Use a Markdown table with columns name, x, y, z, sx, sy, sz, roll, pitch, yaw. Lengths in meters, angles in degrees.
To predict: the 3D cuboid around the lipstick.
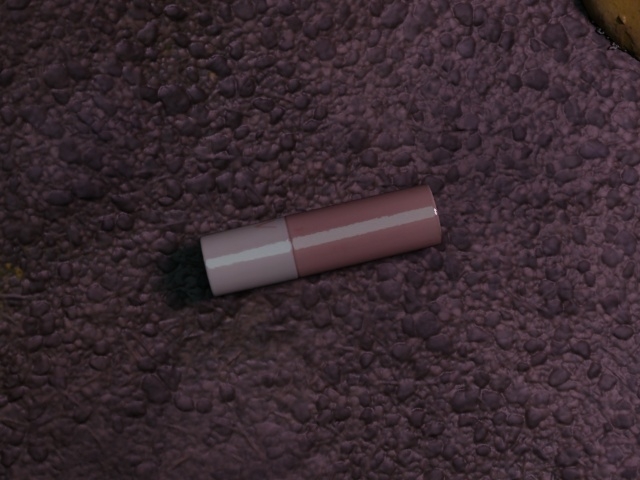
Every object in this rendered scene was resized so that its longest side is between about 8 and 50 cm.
| name | x | y | z | sx | sy | sz | roll | pitch | yaw |
| --- | --- | --- | --- | --- | --- | --- | --- | --- | --- |
| lipstick | 0.000 | 0.000 | 1.605 | 0.254 | 0.070 | 0.070 | -13 | 80 | -2 |

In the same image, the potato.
| name | x | y | z | sx | sy | sz | roll | pitch | yaw |
| --- | --- | --- | --- | --- | --- | --- | --- | --- | --- |
| potato | 0.383 | -0.280 | 1.648 | 0.200 | 0.081 | 0.164 | 37 | 83 | 9 |
